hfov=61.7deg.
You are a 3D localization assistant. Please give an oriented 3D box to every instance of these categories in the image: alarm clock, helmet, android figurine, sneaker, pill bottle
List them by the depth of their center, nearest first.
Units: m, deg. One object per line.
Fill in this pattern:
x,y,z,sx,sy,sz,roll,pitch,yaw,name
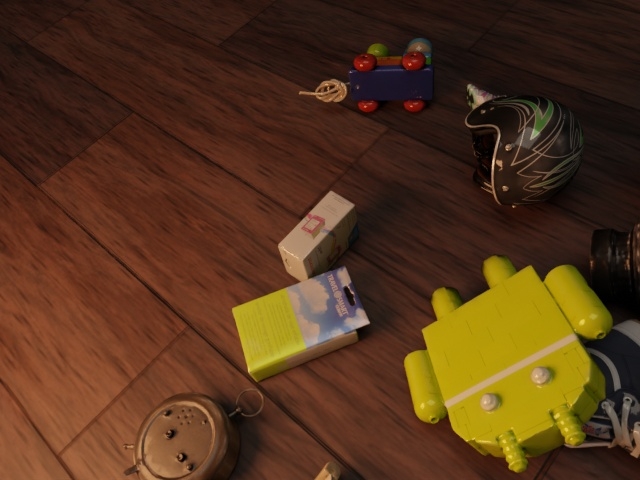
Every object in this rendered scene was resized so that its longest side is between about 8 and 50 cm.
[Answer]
0.357,0.211,0.563,0.153,0.099,0.282,-21,34,-4,sneaker
0.214,0.134,0.632,0.248,0.056,0.273,-34,31,20,android figurine
0.456,0.028,0.654,0.219,0.123,0.123,-3,53,35,pill bottle
-0.158,0.253,0.696,0.192,0.064,0.129,-31,55,-14,alarm clock
0.304,-0.133,0.799,0.169,0.169,0.161,-28,38,-8,helmet
0.308,-0.249,0.957,0.069,0.038,0.098,-20,63,-4,sneaker

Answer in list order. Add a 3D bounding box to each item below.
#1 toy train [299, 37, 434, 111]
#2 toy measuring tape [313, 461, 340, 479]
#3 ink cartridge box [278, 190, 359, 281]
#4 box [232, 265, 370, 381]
0.093,-0.326,1.022,0.247,0.105,0.143,3,46,14,toy train
0.072,0.386,0.541,0.121,0.121,0.330,-18,36,0,toy measuring tape
0.000,0.000,0.817,0.052,0.088,0.122,34,69,27,ink cartridge box
-0.028,0.117,0.770,0.178,0.042,0.109,-21,55,-3,box
